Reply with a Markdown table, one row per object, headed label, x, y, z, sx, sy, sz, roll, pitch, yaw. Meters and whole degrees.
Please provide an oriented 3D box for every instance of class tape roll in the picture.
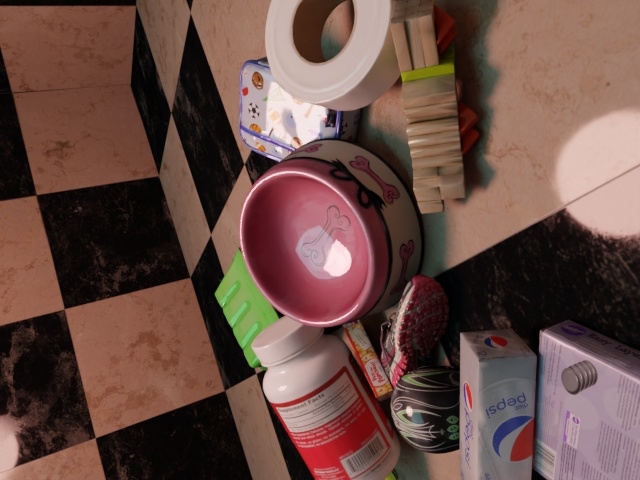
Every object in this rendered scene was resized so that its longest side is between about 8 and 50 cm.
| label | x | y | z | sx | sy | sz | roll | pitch | yaw |
| --- | --- | --- | --- | --- | --- | --- | --- | --- | --- |
| tape roll | 0.030 | -0.389 | 0.950 | 0.286 | 0.100 | 0.287 | 3 | 96 | 36 |

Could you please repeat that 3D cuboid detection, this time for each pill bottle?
| label | x | y | z | sx | sy | sz | roll | pitch | yaw |
| --- | --- | --- | --- | --- | --- | --- | --- | --- | --- |
| pill bottle | 0.007 | 0.379 | 1.230 | 0.408 | 0.229 | 0.229 | 61 | 154 | -8 |

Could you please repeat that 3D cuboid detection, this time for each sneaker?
| label | x | y | z | sx | sy | sz | roll | pitch | yaw |
| --- | --- | --- | --- | --- | --- | --- | --- | --- | --- |
| sneaker | 0.173 | 0.190 | 1.051 | 0.112 | 0.120 | 0.299 | 52 | 145 | 45 |

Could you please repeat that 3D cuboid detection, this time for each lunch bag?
| label | x | y | z | sx | sy | sz | roll | pitch | yaw |
| --- | --- | --- | --- | --- | --- | --- | --- | --- | --- |
| lunch bag | -0.051 | -0.277 | 1.176 | 0.303 | 0.115 | 0.243 | 28 | 128 | 25 |

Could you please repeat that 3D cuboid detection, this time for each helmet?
| label | x | y | z | sx | sy | sz | roll | pitch | yaw |
| --- | --- | --- | --- | --- | --- | --- | --- | --- | --- |
| helmet | 0.214 | 0.320 | 0.975 | 0.169 | 0.161 | 0.170 | -8 | -90 | -79 |

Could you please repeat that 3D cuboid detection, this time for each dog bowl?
| label | x | y | z | sx | sy | sz | roll | pitch | yaw |
| --- | --- | --- | --- | --- | --- | --- | --- | --- | --- |
| dog bowl | 0.000 | 0.000 | 1.081 | 0.407 | 0.150 | 0.409 | 13 | 114 | 31 |

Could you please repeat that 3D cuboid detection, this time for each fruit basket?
| label | x | y | z | sx | sy | sz | roll | pitch | yaw |
| --- | --- | --- | --- | --- | --- | --- | --- | --- | --- |
| fruit basket | -0.098 | 0.150 | 1.482 | 0.391 | 0.283 | 0.393 | -14 | 63 | 28 |

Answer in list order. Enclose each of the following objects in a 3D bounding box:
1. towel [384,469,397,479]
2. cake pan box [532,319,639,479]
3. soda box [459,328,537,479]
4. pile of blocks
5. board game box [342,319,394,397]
| label | x | y | z | sx | sy | sz | roll | pitch | yaw |
| --- | --- | --- | --- | --- | --- | --- | --- | --- | --- |
| towel | 0.146 | 0.650 | 1.430 | 0.102 | 0.021 | 0.237 | 55 | 146 | 25 |
| cake pan box | 0.410 | 0.277 | 0.697 | 0.245 | 0.070 | 0.267 | 29 | 127 | 58 |
| soda box | 0.282 | 0.294 | 0.827 | 0.098 | 0.091 | 0.287 | -97 | 3 | -75 |
| pile of blocks | 0.202 | -0.225 | 0.849 | 0.112 | 0.149 | 0.363 | -4 | 114 | 19 |
| board game box | 0.114 | 0.280 | 1.219 | 0.147 | 0.045 | 0.194 | 65 | 179 | -66 |
